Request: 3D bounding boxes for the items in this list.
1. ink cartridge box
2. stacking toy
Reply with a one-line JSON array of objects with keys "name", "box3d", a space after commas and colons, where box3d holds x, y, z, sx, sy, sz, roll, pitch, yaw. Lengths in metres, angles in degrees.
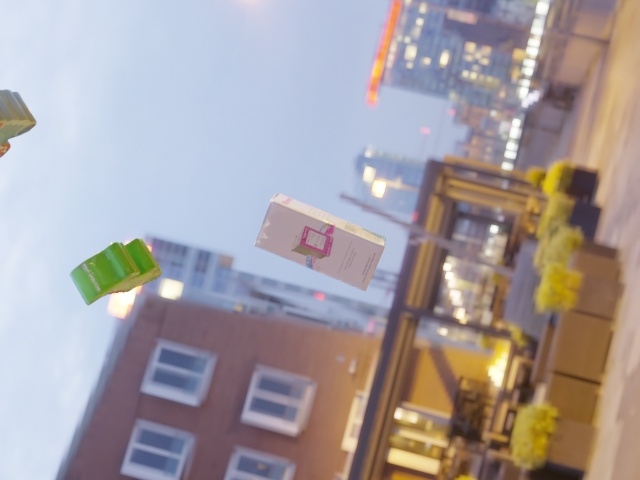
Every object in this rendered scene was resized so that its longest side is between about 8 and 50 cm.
[{"name": "ink cartridge box", "box3d": [0.000, 0.000, 1.305, 0.088, 0.123, 0.052, -61, -6, -82]}, {"name": "stacking toy", "box3d": [-0.160, -0.041, 0.518, 0.052, 0.167, 0.221, -34, -7, 16]}]
